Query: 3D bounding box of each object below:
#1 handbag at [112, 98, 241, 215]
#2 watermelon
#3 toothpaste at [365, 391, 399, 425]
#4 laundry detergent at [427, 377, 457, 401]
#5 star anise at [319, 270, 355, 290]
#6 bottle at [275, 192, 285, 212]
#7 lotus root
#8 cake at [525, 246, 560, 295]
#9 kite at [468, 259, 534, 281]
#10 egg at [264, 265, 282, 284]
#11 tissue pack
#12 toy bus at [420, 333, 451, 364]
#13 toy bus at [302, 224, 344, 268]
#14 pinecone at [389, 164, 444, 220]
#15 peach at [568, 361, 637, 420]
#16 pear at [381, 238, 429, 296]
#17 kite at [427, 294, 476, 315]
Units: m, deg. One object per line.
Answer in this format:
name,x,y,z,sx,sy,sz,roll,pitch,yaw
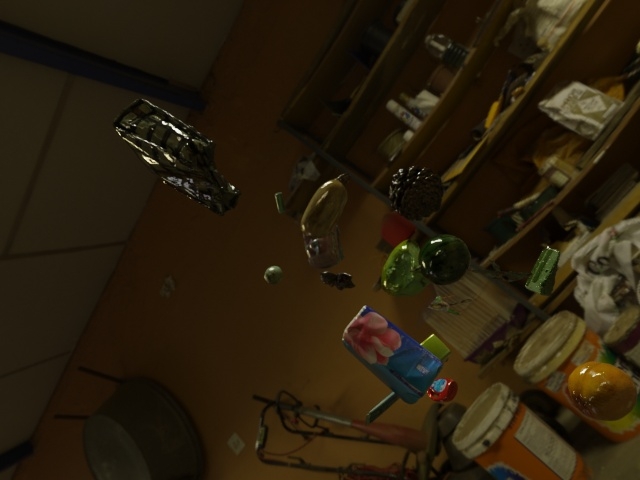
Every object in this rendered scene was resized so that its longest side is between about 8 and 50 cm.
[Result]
handbag,-0.444,-0.257,1.323,0.163,0.326,0.325,-52,-21,-15
watermelon,0.446,0.074,1.523,0.214,0.188,0.188,-13,-24,-4
toothpaste,0.219,0.551,1.382,0.197,0.034,0.057,-25,-51,-36
laundry detergent,0.451,0.578,1.588,0.097,0.049,0.165,-51,12,-29
star anise,0.100,0.239,2.401,0.197,0.212,0.073,54,-136,-52
bottle,-0.167,-0.156,1.702,0.030,0.030,0.084,-31,-62,-46
lotus root,0.027,-0.160,1.849,0.343,0.151,0.169,-62,-16,0
cake,1.099,0.152,2.023,0.099,0.100,0.236,1,-77,-24
kite,0.628,0.111,1.443,0.250,0.229,0.012,34,-116,-46
egg,-0.220,0.164,1.935,0.085,0.085,0.110,-55,2,16
tissue pack,0.195,0.333,1.178,0.137,0.269,0.209,-48,-17,-17
toy bus,0.448,0.554,1.839,0.262,0.128,0.150,-33,-30,-19
toy bus,0.000,0.000,2.211,0.197,0.295,0.232,-14,-25,12
pinecone,0.423,-0.223,1.824,0.243,0.258,0.244,-5,-38,-4
peach,0.678,0.366,0.989,0.138,0.138,0.138,-44,-19,-19
pear,0.429,0.166,2.193,0.176,0.287,0.282,17,-49,-39
kite,0.569,0.272,1.757,0.244,0.198,0.006,-6,-72,-15
